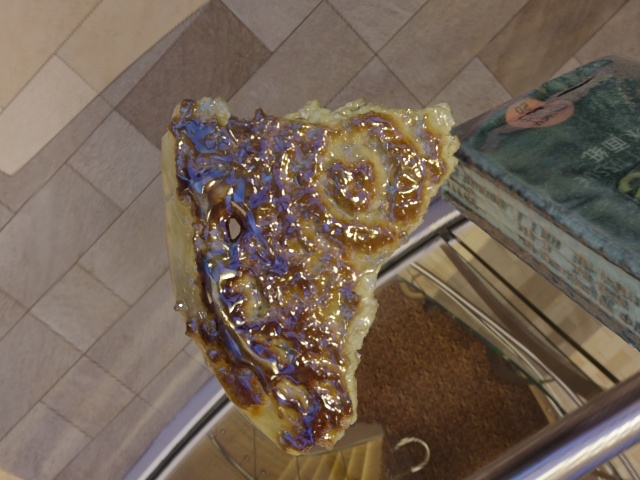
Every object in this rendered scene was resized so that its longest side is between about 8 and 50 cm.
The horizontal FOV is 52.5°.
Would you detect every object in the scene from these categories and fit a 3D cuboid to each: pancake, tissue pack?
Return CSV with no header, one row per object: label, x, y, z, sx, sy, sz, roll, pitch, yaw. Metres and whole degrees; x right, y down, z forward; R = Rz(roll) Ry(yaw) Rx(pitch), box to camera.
pancake,0.000,0.000,0.462,0.244,0.057,0.266,-31,96,10
tissue pack,0.277,-0.037,0.534,0.228,0.316,0.103,-27,130,-13
